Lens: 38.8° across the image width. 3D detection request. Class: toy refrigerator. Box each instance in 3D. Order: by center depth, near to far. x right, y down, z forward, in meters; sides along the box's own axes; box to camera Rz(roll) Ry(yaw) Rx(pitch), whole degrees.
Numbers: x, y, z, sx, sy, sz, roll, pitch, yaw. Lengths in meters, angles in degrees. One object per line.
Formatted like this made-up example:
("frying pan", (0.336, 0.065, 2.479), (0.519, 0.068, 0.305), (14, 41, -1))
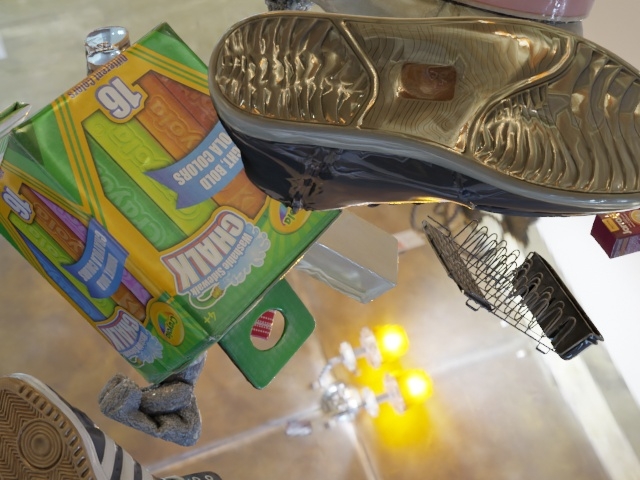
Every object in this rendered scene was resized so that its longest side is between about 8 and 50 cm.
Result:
("toy refrigerator", (0.000, 0.000, 1.519), (0.094, 0.269, 0.102), (-34, -141, 40))

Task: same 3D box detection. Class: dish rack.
("dish rack", (0.266, 0.055, 1.307), (0.074, 0.271, 0.208), (-49, -148, 17))

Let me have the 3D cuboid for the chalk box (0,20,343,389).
("chalk box", (-0.119, -0.002, 0.797), (0.289, 0.180, 0.179), (45, -33, -4))

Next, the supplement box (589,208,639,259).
("supplement box", (0.421, -0.015, 1.242), (0.043, 0.083, 0.055), (91, -21, -46))

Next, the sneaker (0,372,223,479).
("sneaker", (-0.189, 0.229, 0.857), (0.282, 0.099, 0.153), (47, 15, 7))

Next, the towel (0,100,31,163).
("towel", (-0.670, -0.111, 1.786), (0.038, 0.248, 0.325), (34, -43, 3))

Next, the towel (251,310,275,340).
("towel", (-0.161, 0.039, 1.757), (0.031, 0.198, 0.275), (-11, -115, 58))

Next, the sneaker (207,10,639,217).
("sneaker", (0.060, -0.051, 0.459), (0.118, 0.222, 0.083), (82, 22, -72))

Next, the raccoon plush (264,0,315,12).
("raccoon plush", (-0.069, -0.623, 1.731), (0.446, 0.299, 0.216), (48, 8, -48))

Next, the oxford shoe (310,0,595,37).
("oxford shoe", (0.060, -0.213, 0.868), (0.397, 0.140, 0.147), (24, -58, 36))

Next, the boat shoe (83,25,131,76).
("boat shoe", (-0.334, -0.277, 1.429), (0.207, 0.073, 0.073), (-101, -175, -58))

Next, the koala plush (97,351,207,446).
("koala plush", (-0.286, 0.257, 1.729), (0.221, 0.203, 0.196), (-66, -166, -11))
